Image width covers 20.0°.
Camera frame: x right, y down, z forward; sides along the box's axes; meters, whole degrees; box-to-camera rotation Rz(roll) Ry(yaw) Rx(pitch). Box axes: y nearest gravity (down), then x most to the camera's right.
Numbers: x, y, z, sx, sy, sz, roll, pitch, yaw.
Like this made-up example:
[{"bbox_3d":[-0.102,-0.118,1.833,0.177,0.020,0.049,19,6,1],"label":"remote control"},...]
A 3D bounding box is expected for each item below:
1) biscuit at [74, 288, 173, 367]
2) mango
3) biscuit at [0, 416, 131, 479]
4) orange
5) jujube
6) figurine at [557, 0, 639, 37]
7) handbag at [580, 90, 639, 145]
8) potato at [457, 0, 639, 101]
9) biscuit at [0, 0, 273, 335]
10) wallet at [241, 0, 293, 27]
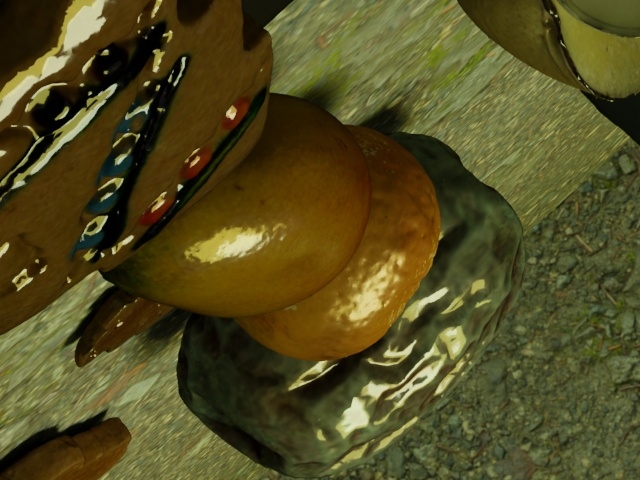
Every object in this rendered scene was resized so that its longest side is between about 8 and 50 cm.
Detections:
[{"bbox_3d":[-0.132,0.045,1.348,0.119,0.019,0.130,-46,170,13],"label":"biscuit"},{"bbox_3d":[-0.050,-0.021,1.094,0.151,0.120,0.221,-44,163,13],"label":"mango"},{"bbox_3d":[-0.265,0.228,1.548,0.186,0.044,0.295,-48,171,8],"label":"biscuit"},{"bbox_3d":[0.003,0.000,1.301,0.177,0.155,0.177,-45,179,-1],"label":"orange"},{"bbox_3d":[0.031,0.056,1.528,0.317,0.226,0.226,-47,171,-7],"label":"jujube"},{"bbox_3d":[0.209,-0.244,1.140,0.250,0.166,0.141,-56,-171,0],"label":"figurine"},{"bbox_3d":[0.439,-0.179,1.899,0.178,0.302,0.275,-46,175,-25],"label":"handbag"},{"bbox_3d":[0.146,-0.182,1.202,0.117,0.182,0.202,1,-170,36],"label":"potato"},{"bbox_3d":[-0.106,-0.042,0.862,0.301,0.043,0.278,-17,147,-56],"label":"biscuit"},{"bbox_3d":[-0.018,-0.153,0.924,0.244,0.025,0.124,-41,168,-1],"label":"wallet"}]
